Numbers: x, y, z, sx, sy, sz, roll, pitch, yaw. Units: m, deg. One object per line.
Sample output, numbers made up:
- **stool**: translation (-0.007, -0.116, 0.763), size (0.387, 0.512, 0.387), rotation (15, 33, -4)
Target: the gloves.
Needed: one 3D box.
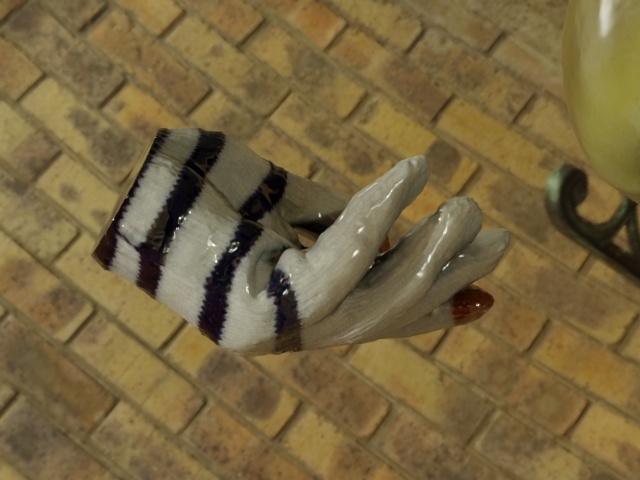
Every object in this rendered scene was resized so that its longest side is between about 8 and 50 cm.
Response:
- **gloves**: translation (-0.005, 0.013, 0.503), size (0.219, 0.131, 0.140), rotation (28, 166, -14)

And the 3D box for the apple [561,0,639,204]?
- **apple**: translation (0.298, -0.138, 0.640), size (0.262, 0.262, 0.262), rotation (35, 162, 13)
